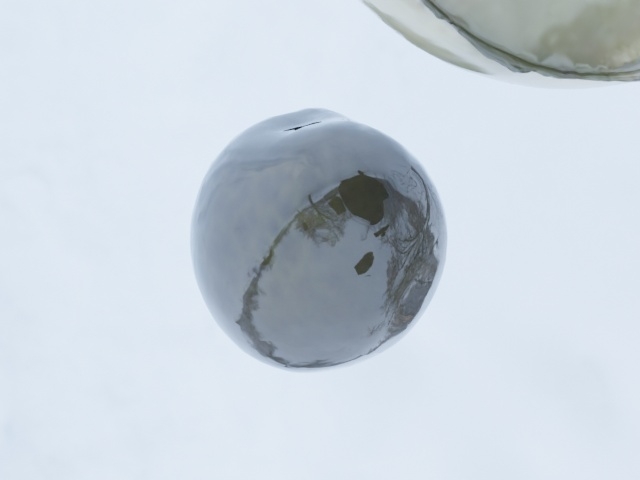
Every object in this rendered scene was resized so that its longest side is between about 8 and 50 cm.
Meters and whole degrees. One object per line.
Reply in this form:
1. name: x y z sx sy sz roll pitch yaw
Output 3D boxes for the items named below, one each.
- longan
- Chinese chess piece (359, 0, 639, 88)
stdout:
1. longan: 0.000 0.000 1.337 0.198 0.198 0.212 12 171 -42
2. Chinese chess piece: 0.139 -0.246 0.956 0.338 0.140 0.338 -5 108 -16
